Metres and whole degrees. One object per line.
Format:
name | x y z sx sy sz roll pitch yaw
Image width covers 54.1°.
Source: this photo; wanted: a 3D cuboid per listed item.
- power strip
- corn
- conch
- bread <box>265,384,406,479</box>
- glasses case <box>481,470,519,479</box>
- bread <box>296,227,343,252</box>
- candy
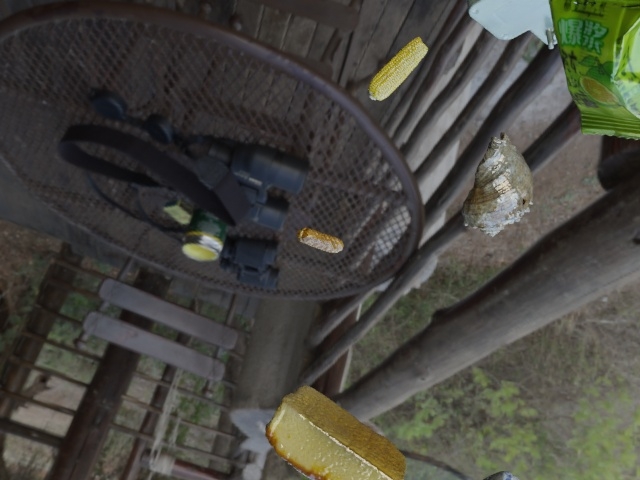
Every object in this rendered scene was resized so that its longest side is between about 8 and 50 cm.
power strip | 0.500 -0.537 1.447 0.261 0.141 0.229 19 151 -39
corn | 0.210 -0.467 1.721 0.067 0.067 0.206 35 109 -32
conch | 0.623 -0.180 2.111 0.210 0.297 0.352 25 125 16
bread | 0.030 0.409 1.237 0.275 0.114 0.185 34 -175 12
glasses case | 0.285 0.475 1.093 0.065 0.087 0.248 13 141 -3
bread | 0.000 0.000 1.732 0.052 0.044 0.157 -14 156 43
candy | 0.349 -0.212 0.757 0.246 0.069 0.149 52 172 -35
